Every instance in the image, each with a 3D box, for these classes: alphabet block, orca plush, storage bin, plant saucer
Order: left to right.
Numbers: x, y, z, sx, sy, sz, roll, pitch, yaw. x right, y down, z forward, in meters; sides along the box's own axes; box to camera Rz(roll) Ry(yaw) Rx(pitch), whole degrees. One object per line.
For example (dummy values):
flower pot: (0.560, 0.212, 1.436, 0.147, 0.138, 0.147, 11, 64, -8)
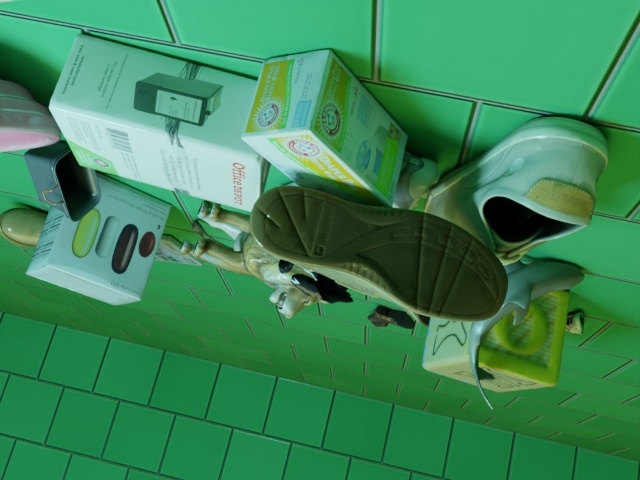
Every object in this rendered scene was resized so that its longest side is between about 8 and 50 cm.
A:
plant saucer: (-0.554, -0.178, 1.161, 0.332, 0.084, 0.332, -4, -177, 0)
storage bin: (-0.461, -0.108, 1.396, 0.091, 0.098, 0.135, 17, 135, 23)
orca plush: (0.000, 0.000, 1.165, 0.151, 0.102, 0.287, -3, -164, 15)
alphabet block: (0.332, 0.174, 1.526, 0.193, 0.192, 0.197, 17, 163, -13)

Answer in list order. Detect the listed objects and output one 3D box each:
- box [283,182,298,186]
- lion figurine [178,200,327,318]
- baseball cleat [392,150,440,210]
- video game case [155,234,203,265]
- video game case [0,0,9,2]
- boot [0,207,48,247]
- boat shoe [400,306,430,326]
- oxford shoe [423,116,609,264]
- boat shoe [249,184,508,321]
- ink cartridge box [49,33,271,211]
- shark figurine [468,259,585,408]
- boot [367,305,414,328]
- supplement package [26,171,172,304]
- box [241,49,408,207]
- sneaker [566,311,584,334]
box: (0.026, -0.038, 1.315, 0.186, 0.038, 0.145, 33, 148, -31)
lion figurine: (-0.117, 0.022, 1.465, 0.240, 0.142, 0.392, 21, -177, -16)
baseball cleat: (0.105, -0.083, 1.161, 0.109, 0.072, 0.206, 29, 156, -1)
video game case: (-0.370, 0.018, 1.858, 0.143, 0.019, 0.157, 6, 161, 24)
video game case: (-0.377, -0.332, 0.832, 0.206, 0.026, 0.227, 4, 159, 29)
boot: (-0.555, -0.031, 1.761, 0.236, 0.089, 0.269, 16, 164, -38)
boat shoe: (0.189, 0.122, 1.693, 0.072, 0.068, 0.190, 12, 156, 47)
oxford shoe: (0.243, -0.027, 1.105, 0.169, 0.130, 0.449, 15, 163, -7)
boat shoe: (0.074, 0.012, 1.025, 0.341, 0.121, 0.110, 21, 176, -7)
ink cartridge box: (-0.200, -0.151, 1.085, 0.273, 0.115, 0.198, 15, 162, -1)
shark figurine: (0.312, 0.125, 1.326, 0.166, 0.278, 0.116, 38, -179, -13)
boot: (0.171, 0.198, 1.950, 0.106, 0.037, 0.114, 27, 159, 3)
supplement package: (-0.429, -0.003, 1.548, 0.194, 0.203, 0.149, 24, 159, -29)
box: (0.010, -0.130, 0.994, 0.103, 0.114, 0.203, 0, 156, 35)
sneaker: (0.497, 0.167, 1.615, 0.069, 0.038, 0.098, 6, 160, 20)
